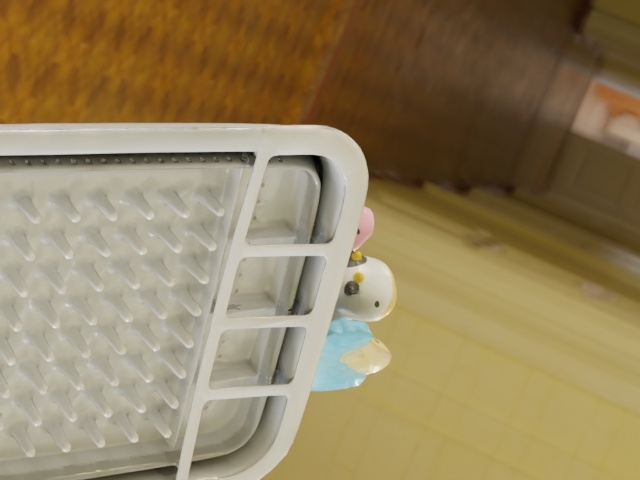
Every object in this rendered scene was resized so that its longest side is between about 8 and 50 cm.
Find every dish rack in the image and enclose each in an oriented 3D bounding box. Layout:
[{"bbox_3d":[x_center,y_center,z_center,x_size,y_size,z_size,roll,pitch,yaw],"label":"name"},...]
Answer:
[{"bbox_3d":[-0.146,0.045,0.908,0.333,0.072,0.285,-4,122,-35],"label":"dish rack"}]

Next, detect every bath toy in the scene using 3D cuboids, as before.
[{"bbox_3d":[0.000,0.000,1.706,0.129,0.151,0.348,80,0,-52],"label":"bath toy"}]
